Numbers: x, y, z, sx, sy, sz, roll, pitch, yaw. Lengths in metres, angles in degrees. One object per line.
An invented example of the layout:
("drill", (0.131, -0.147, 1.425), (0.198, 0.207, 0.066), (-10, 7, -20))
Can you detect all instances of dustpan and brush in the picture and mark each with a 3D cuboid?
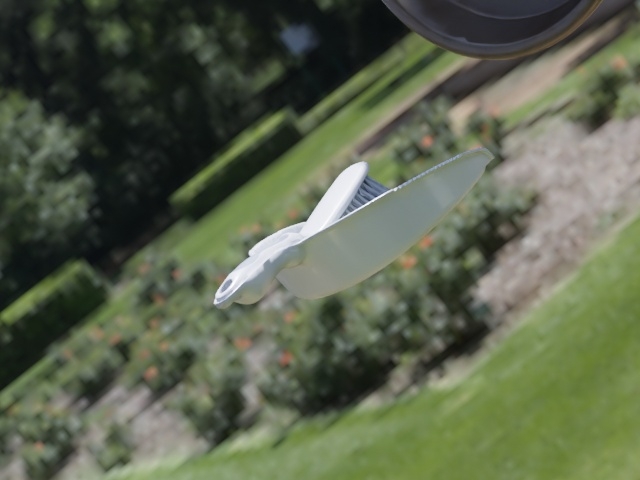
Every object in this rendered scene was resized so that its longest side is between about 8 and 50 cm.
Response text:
("dustpan and brush", (0.000, 0.000, 1.155), (0.147, 0.060, 0.211), (-22, 19, 36))

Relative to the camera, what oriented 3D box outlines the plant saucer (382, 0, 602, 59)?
("plant saucer", (0.112, -0.260, 1.320), (0.041, 0.278, 0.278), (-16, -10, -41))
